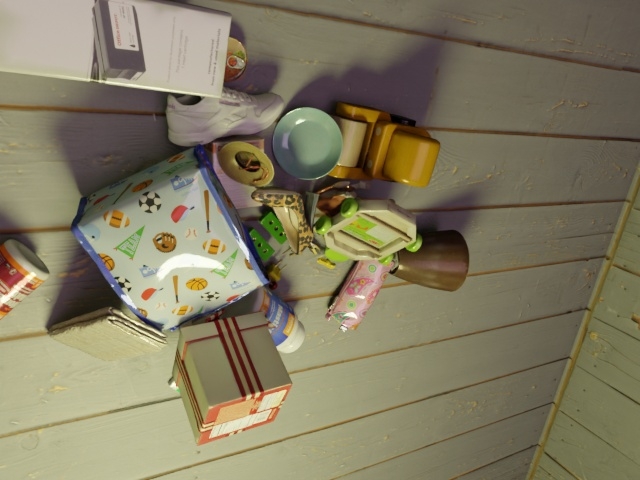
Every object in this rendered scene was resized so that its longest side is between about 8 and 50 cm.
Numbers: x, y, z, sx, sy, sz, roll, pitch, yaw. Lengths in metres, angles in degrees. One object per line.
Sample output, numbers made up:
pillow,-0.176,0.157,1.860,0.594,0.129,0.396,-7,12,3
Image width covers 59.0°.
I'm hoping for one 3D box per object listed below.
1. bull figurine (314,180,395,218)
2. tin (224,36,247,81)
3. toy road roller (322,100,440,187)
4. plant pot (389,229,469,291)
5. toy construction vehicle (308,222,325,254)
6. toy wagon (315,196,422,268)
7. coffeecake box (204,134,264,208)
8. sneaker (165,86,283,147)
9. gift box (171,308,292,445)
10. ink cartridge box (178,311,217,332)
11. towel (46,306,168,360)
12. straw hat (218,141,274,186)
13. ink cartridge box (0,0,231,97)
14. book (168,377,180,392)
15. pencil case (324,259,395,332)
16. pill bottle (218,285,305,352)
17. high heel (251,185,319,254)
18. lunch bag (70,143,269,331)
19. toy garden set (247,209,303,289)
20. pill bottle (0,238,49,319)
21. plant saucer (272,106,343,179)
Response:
bull figurine,0.125,-0.082,1.706,0.310,0.188,0.101,23,59,-32
tin,-0.265,-0.445,1.349,0.190,0.040,0.106,6,112,-35
toy road roller,0.184,-0.258,1.606,0.330,0.241,0.202,1,111,-34
plant pot,0.345,0.066,1.914,0.231,0.215,0.215,2,112,-21
toy construction vehicle,0.000,0.000,1.743,0.086,0.035,0.098,-43,129,-9
toy wagon,0.115,-0.011,1.661,0.267,0.344,0.068,26,53,-29
coffeecake box,-0.227,-0.180,1.482,0.142,0.068,0.185,-10,117,-30
sneaker,-0.226,-0.326,1.372,0.305,0.114,0.152,-21,131,-24
gift box,-0.227,0.343,1.478,0.277,0.258,0.255,-6,141,-33
ink cartridge box,-0.328,0.282,1.628,0.115,0.067,0.198,-29,113,-21
towel,-0.522,0.234,1.392,0.187,0.282,0.049,40,46,-39
straw hat,-0.178,-0.206,1.415,0.144,0.145,0.061,61,32,-37
ink cartridge box,-0.408,-0.400,1.092,0.395,0.285,0.166,1,112,-27
book,-0.372,0.398,1.695,0.144,0.035,0.096,-48,124,-4
pencil case,0.129,0.156,1.852,0.124,0.124,0.284,25,98,-39
pill bottle,-0.161,0.233,1.668,0.152,0.152,0.272,-50,134,-3
high heel,-0.103,-0.048,1.535,0.261,0.093,0.186,2,104,-51
lunch bag,-0.340,0.015,1.360,0.328,0.239,0.385,-26,119,0
toy garden set,-0.136,0.011,1.652,0.244,0.049,0.204,-46,127,-8
pill bottle,-0.730,0.111,1.255,0.221,0.121,0.121,-44,129,-8
plant saucer,-0.033,-0.265,1.543,0.195,0.037,0.194,3,106,10
